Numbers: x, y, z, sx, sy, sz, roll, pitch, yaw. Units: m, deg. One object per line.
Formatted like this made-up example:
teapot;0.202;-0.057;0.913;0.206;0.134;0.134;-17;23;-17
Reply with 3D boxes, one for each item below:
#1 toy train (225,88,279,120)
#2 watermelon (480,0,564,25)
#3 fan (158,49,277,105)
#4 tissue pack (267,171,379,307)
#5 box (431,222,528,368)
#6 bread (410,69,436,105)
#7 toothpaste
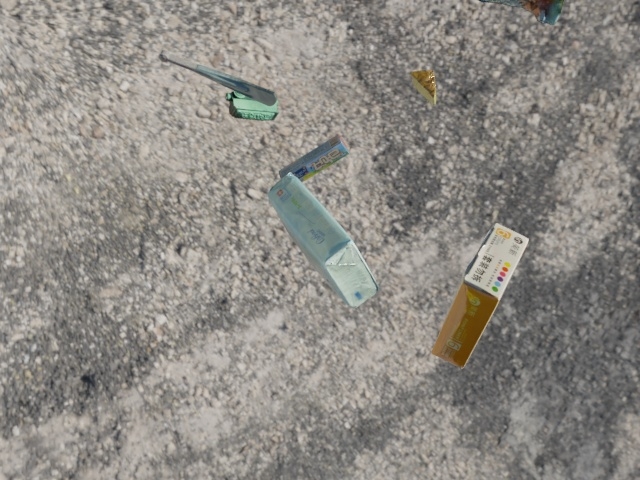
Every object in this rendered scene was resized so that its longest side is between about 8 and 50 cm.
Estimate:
toy train;-0.212;-0.423;1.951;0.172;0.070;0.099;0;71;-24
watermelon;0.455;-0.642;1.477;0.214;0.289;0.320;-34;90;12
fan;-0.234;-0.371;1.434;0.282;0.057;0.023;19;69;-9
tissue pack;0.000;0.000;1.266;0.089;0.263;0.177;-35;137;-3
box;0.354;0.127;1.403;0.221;0.091;0.274;-51;160;-38
bread;0.340;-0.493;2.054;0.084;0.080;0.109;56;33;-63
toothpaste;-0.014;-0.204;1.689;0.193;0.044;0.070;-30;132;13
